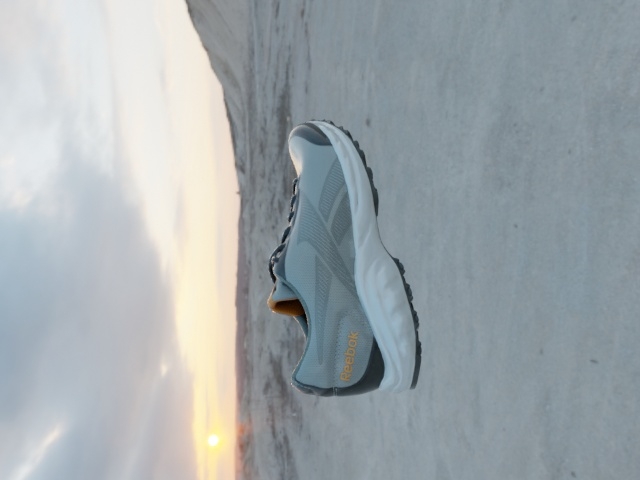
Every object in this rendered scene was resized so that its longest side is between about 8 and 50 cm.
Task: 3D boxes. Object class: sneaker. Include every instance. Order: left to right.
[{"bbox_3d":[0.000,0.000,0.419,0.100,0.107,0.272,86,172,-57],"label":"sneaker"}]
